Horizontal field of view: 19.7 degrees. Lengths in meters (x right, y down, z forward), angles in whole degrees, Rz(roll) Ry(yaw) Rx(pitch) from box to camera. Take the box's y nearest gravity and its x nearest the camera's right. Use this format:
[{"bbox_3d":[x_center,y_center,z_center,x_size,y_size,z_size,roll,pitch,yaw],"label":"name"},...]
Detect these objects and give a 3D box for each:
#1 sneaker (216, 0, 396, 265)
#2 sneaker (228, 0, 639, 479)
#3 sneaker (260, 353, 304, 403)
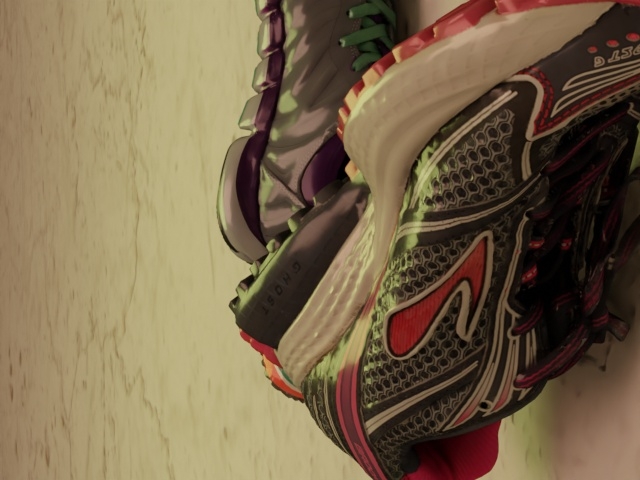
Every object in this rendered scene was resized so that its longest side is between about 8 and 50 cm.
[{"bbox_3d":[0.020,-0.092,0.884,0.098,0.083,0.223,8,90,39],"label":"sneaker"},{"bbox_3d":[0.069,-0.007,0.645,0.112,0.121,0.299,53,150,14],"label":"sneaker"},{"bbox_3d":[0.000,0.000,0.959,0.075,0.057,0.161,-43,46,45],"label":"sneaker"}]
